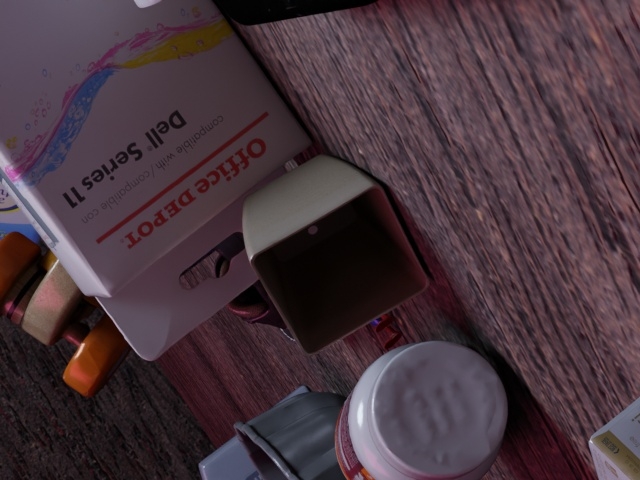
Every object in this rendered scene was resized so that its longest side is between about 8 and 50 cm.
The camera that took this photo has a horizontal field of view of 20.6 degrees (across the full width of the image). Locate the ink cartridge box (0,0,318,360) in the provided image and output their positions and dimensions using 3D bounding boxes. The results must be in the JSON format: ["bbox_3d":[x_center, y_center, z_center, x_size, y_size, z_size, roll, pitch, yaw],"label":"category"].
[{"bbox_3d":[-0.154,-0.097,1.358,0.353,0.207,0.119,54,166,-9],"label":"ink cartridge box"}]

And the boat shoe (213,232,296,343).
[{"bbox_3d":[-0.053,0.031,1.640,0.103,0.092,0.285,49,168,20],"label":"boat shoe"}]

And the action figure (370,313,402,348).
[{"bbox_3d":[0.028,0.055,1.555,0.115,0.030,0.038,44,171,49],"label":"action figure"}]

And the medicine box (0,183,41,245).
[{"bbox_3d":[-0.338,-0.150,1.538,0.289,0.263,0.149,120,159,-53],"label":"medicine box"}]

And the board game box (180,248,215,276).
[{"bbox_3d":[-0.250,-0.112,1.884,0.291,0.141,0.232,44,166,40],"label":"board game box"}]

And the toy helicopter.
[{"bbox_3d":[-0.160,-0.032,1.576,0.140,0.235,0.355,35,-156,2],"label":"toy helicopter"}]

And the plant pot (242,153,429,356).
[{"bbox_3d":[0.000,0.000,1.313,0.109,0.109,0.096,61,177,-37],"label":"plant pot"}]

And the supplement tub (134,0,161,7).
[{"bbox_3d":[-0.126,-0.223,1.213,0.107,0.071,0.071,58,168,-21],"label":"supplement tub"}]

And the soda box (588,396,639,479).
[{"bbox_3d":[0.217,0.170,1.016,0.074,0.069,0.216,44,165,38],"label":"soda box"}]

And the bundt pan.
[{"bbox_3d":[0.048,0.302,1.983,0.331,0.124,0.331,51,170,13],"label":"bundt pan"}]

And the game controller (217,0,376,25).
[{"bbox_3d":[-0.038,-0.198,0.934,0.166,0.067,0.319,56,168,-13],"label":"game controller"}]

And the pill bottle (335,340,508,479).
[{"bbox_3d":[0.078,0.145,1.375,0.121,0.121,0.221,52,169,7],"label":"pill bottle"}]

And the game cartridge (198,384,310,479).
[{"bbox_3d":[-0.013,0.356,2.213,0.294,0.196,0.060,55,168,-5],"label":"game cartridge"}]
